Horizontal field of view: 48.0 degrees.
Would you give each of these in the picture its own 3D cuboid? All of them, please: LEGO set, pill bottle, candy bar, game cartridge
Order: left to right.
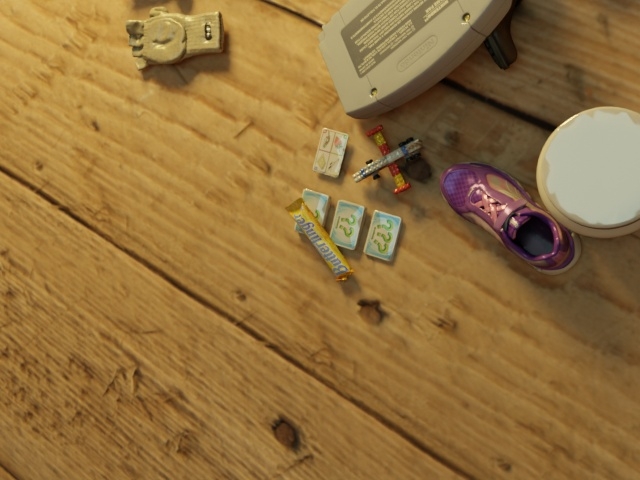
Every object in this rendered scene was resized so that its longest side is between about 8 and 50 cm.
[{"bbox_3d":[0.000,0.000,1.206,0.040,0.018,0.161,-37,87,30],"label":"candy bar"},{"bbox_3d":[0.060,-0.104,1.171,0.183,0.060,0.244,19,101,20],"label":"LEGO set"},{"bbox_3d":[0.133,-0.322,1.077,0.297,0.062,0.198,-34,68,33],"label":"game cartridge"},{"bbox_3d":[0.365,-0.083,0.922,0.161,0.283,0.161,1,92,23],"label":"pill bottle"}]

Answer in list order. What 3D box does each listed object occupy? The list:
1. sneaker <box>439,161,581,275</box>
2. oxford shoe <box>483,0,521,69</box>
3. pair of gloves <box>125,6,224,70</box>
[{"bbox_3d":[0.274,-0.038,1.060,0.236,0.105,0.095,39,107,18],"label":"sneaker"},{"bbox_3d":[0.269,-0.368,1.064,0.096,0.083,0.227,-11,88,21],"label":"oxford shoe"},{"bbox_3d":[-0.272,-0.440,1.308,0.204,0.042,0.240,-8,91,19],"label":"pair of gloves"}]
